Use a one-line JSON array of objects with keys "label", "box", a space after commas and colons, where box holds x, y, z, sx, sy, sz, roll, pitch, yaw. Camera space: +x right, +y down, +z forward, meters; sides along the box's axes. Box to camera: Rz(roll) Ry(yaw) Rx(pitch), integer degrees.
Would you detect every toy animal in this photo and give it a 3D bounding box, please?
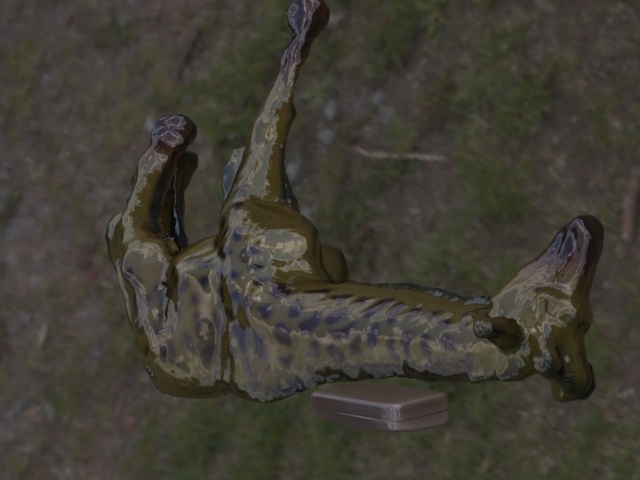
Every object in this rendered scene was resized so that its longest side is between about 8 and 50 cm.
[{"label": "toy animal", "box": [-0.006, 0.008, 0.530, 0.149, 0.054, 0.275, -51, 31, 7]}]

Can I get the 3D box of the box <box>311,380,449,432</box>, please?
[{"label": "box", "box": [0.039, 0.114, 1.054, 0.115, 0.048, 0.025, -2, 98, 60]}]
